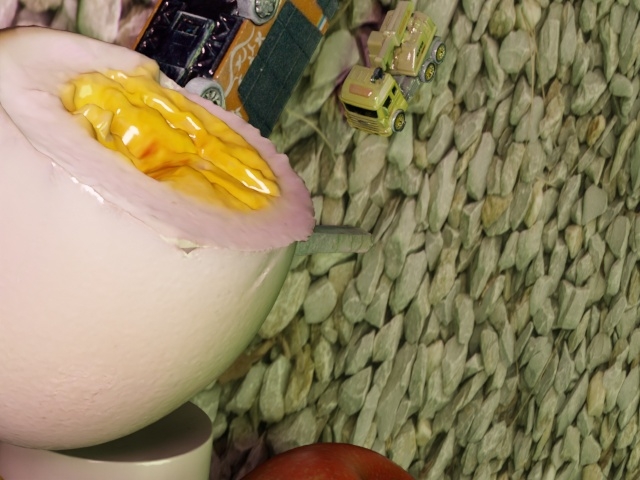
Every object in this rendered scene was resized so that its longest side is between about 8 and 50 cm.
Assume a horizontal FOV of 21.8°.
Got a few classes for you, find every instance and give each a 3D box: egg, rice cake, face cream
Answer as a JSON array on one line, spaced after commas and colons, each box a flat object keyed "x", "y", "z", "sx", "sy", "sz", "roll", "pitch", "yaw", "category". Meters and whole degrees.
[{"x": -0.232, "y": 0.030, "z": 1.517, "sx": 0.354, "sy": 0.354, "sz": 0.340, "roll": -4, "pitch": 132, "yaw": -56, "category": "egg"}, {"x": 0.000, "y": 0.000, "z": 2.099, "sx": 0.211, "sy": 0.043, "sz": 0.034, "roll": 0, "pitch": 111, "yaw": -56, "category": "rice cake"}, {"x": -0.227, "y": 0.266, "z": 1.714, "sx": 0.218, "sy": 0.218, "sz": 0.179, "roll": -15, "pitch": 117, "yaw": -53, "category": "face cream"}]

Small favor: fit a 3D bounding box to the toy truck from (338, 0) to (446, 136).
[{"x": 0.088, "y": -0.224, "z": 2.099, "sx": 0.169, "sy": 0.077, "sz": 0.100, "roll": -59, "pitch": 148, "yaw": -20, "category": "toy truck"}]

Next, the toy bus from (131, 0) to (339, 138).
[{"x": -0.105, "y": -0.198, "z": 1.765, "sx": 0.275, "sy": 0.138, "sz": 0.167, "roll": -63, "pitch": 148, "yaw": -12, "category": "toy bus"}]

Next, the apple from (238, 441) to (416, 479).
[{"x": 0.010, "y": 0.415, "z": 2.033, "sx": 0.277, "sy": 0.348, "sz": 0.348, "roll": -47, "pitch": 152, "yaw": 17, "category": "apple"}]
